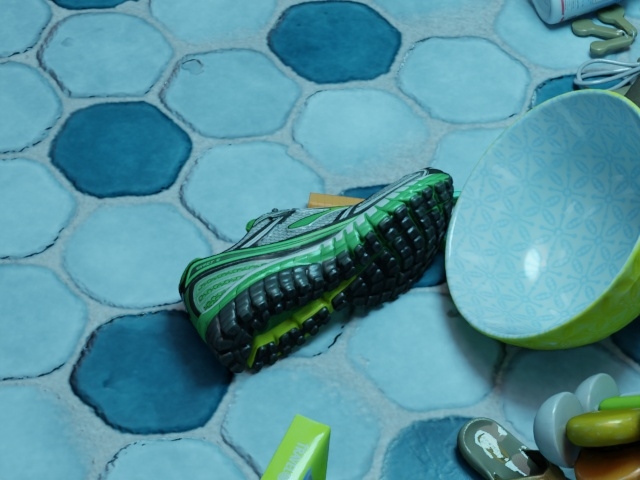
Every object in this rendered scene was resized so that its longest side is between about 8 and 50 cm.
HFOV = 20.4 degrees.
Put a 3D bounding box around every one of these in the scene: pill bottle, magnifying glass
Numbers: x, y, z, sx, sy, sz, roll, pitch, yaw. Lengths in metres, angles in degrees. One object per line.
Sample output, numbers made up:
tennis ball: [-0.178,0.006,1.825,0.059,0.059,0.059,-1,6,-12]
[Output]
pill bottle: [0.355,-0.344,2.299,0.160,0.087,0.087,-19,50,-10]
magnifying glass: [0.101,-0.029,2.043,0.231,0.026,0.092,6,46,4]

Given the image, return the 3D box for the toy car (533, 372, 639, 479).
toy car: [0.312,0.203,1.753,0.159,0.136,0.182,-9,4,36]

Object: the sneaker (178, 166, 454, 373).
sneaker: [0.000,0.000,1.932,0.343,0.134,0.146,-26,51,-22]

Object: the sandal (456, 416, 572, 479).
sandal: [0.210,0.233,1.776,0.072,0.049,0.180,-34,60,-29]

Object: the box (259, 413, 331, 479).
box: [-0.044,0.266,1.695,0.042,0.109,0.178,19,49,13]

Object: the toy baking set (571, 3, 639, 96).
toy baking set: [0.418,-0.232,2.249,0.196,0.030,0.256,0,40,6]

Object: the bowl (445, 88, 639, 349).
bowl: [0.291,0.000,1.908,0.156,0.289,0.289,29,33,-35]

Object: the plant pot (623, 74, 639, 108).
plant pot: [0.441,-0.141,2.063,0.230,0.215,0.215,-35,55,-12]
